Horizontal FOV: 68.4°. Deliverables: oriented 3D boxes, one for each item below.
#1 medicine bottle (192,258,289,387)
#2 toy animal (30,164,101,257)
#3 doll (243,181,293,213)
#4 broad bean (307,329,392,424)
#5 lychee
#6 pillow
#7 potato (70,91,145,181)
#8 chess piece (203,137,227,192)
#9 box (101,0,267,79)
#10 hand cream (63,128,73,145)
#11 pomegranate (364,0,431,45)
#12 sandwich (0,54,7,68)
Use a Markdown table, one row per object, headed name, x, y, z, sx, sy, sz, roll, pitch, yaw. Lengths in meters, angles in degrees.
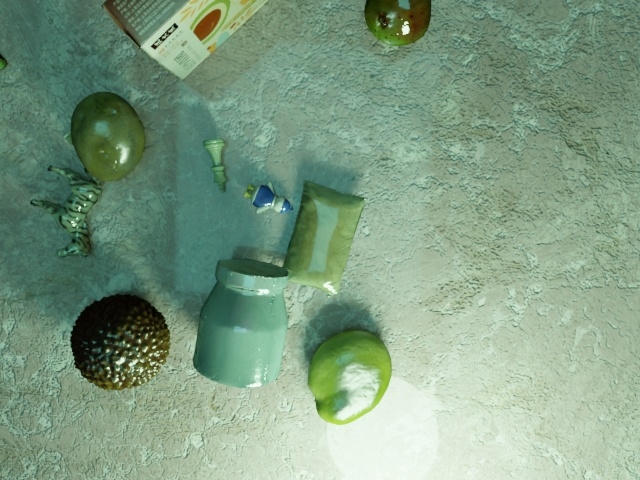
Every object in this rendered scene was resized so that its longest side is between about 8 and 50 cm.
| name | x | y | z | sx | sy | sz | roll | pitch | yaw |
| --- | --- | --- | --- | --- | --- | --- | --- | --- | --- |
| medicine bottle | -0.202 | 0.209 | 1.270 | 0.244 | 0.245 | 0.290 | 12 | 97 | -2 |
| toy animal | -0.709 | -0.086 | 1.312 | 0.169 | 0.090 | 0.255 | 13 | 99 | -7 |
| doll | -0.143 | -0.114 | 1.326 | 0.142 | 0.057 | 0.099 | 21 | 76 | -4 |
| broad bean | 0.079 | 0.395 | 1.359 | 0.237 | 0.119 | 0.291 | 26 | 95 | -3 |
| lychee | -0.544 | 0.279 | 1.273 | 0.267 | 0.267 | 0.268 | 0 | 97 | -1 |
| pillow | 0.000 | 0.000 | 1.331 | 0.184 | 0.075 | 0.303 | 16 | 96 | 0 |
| potato | -0.565 | -0.274 | 1.256 | 0.177 | 0.160 | 0.235 | 22 | 107 | 17 |
| chess piece | -0.288 | -0.208 | 1.317 | 0.059 | 0.059 | 0.149 | -7 | 104 | 0 |
| box | -0.272 | -0.585 | 1.119 | 0.385 | 0.344 | 0.122 | -41 | 97 | 4 |
| hand cream | -0.672 | -0.265 | 1.320 | 0.035 | 0.022 | 0.102 | -44 | 90 | 5 |
| pomegranate | 0.215 | -0.611 | 1.225 | 0.180 | 0.180 | 0.210 | 41 | 59 | -5 |
| sandwich | -0.988 | -0.484 | 1.258 | 0.235 | 0.079 | 0.159 | 28 | 96 | -4 |
